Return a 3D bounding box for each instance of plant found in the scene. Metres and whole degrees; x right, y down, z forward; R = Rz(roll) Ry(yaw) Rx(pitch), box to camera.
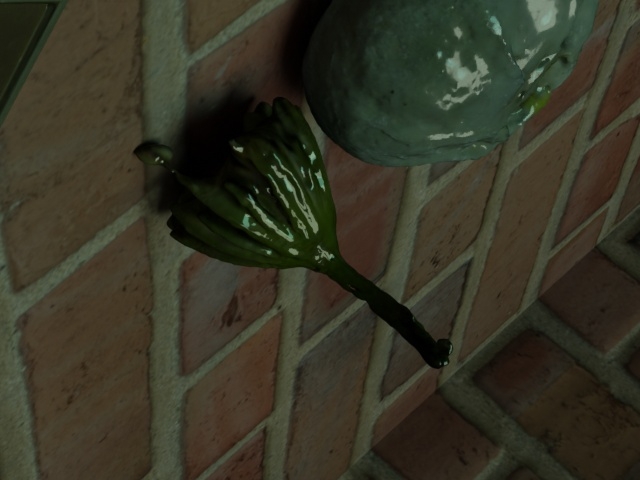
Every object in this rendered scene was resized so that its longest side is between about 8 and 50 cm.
[{"bbox_3d":[-0.023,0.026,1.780,0.180,0.333,0.251,-34,173,2],"label":"plant"}]

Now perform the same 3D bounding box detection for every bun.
[{"bbox_3d":[0.151,-0.219,1.830,0.362,0.211,0.362,-43,161,-18],"label":"bun"}]

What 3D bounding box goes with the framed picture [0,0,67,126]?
[{"bbox_3d":[-0.334,-0.094,1.316,0.315,0.024,0.232,-15,142,-59],"label":"framed picture"}]
